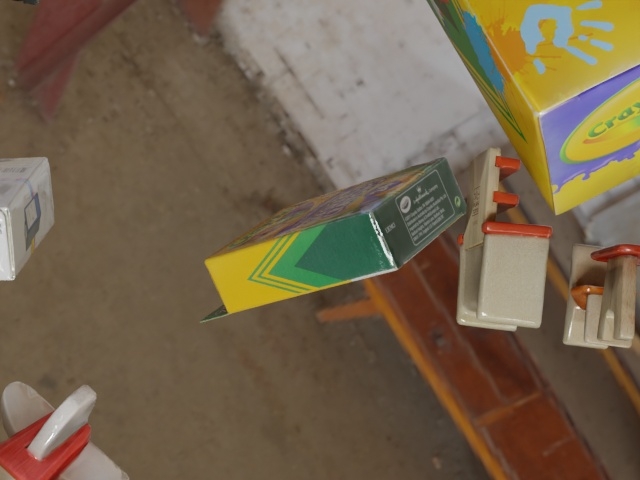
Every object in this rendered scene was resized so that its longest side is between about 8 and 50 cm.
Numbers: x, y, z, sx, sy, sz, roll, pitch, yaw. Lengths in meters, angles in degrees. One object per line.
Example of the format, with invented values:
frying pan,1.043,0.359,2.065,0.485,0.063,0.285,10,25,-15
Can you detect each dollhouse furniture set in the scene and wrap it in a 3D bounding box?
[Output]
dollhouse furniture set,0.245,0.013,1.034,0.262,0.259,0.135,140,-43,-81

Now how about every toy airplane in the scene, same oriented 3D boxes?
toy airplane,-0.376,0.289,1.389,0.386,0.272,0.384,-1,63,-9

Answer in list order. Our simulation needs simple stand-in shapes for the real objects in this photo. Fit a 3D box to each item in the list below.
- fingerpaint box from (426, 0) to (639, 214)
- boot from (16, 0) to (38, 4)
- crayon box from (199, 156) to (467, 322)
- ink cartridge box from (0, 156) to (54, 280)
fingerpaint box,0.282,-0.287,0.976,0.371,0.444,0.163,64,1,28
boot,-0.297,-0.241,1.167,0.099,0.045,0.121,8,21,-9
crayon box,0.000,0.000,1.663,0.203,0.323,0.083,-36,105,-52
ink cartridge box,-0.415,-0.028,1.541,0.212,0.154,0.093,-88,176,-73
